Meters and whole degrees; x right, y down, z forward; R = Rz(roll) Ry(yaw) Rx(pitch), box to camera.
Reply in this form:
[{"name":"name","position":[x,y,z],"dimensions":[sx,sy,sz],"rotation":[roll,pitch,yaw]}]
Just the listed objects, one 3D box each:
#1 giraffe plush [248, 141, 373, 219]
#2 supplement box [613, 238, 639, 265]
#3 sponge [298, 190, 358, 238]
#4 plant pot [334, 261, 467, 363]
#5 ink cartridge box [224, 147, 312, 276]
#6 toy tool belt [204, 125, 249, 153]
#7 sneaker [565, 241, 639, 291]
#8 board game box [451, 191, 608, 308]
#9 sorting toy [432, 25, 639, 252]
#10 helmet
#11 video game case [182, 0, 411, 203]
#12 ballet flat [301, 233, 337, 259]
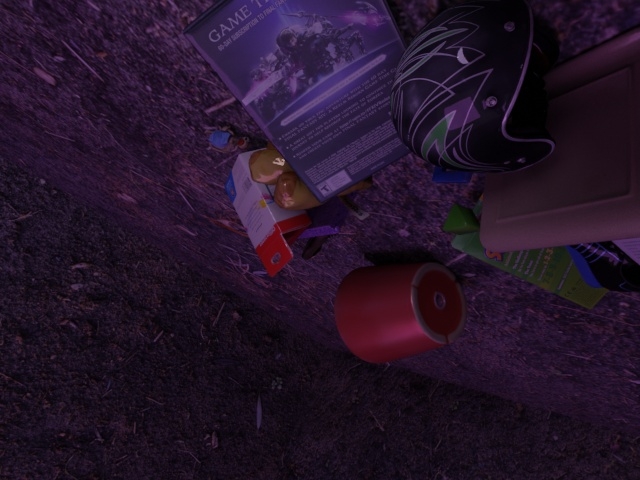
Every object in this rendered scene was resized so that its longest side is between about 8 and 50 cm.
[{"name":"giraffe plush","position":[0.005,-0.148,0.614],"dimensions":[0.211,0.181,0.170],"rotation":[29,140,16]},{"name":"supplement box","position":[0.396,-0.050,0.458],"dimensions":[0.220,0.113,0.111],"rotation":[33,157,-19]},{"name":"sponge","position":[-0.012,-0.061,0.872],"dimensions":[0.031,0.117,0.210],"rotation":[37,156,-28]},{"name":"plant pot","position":[0.215,0.174,1.039],"dimensions":[0.275,0.274,0.243],"rotation":[33,148,-22]},{"name":"ink cartridge box","position":[-0.103,-0.056,0.833],"dimensions":[0.230,0.078,0.134],"rotation":[62,146,10]},{"name":"toy tool belt","position":[-0.190,-0.204,0.814],"dimensions":[0.084,0.052,0.051],"rotation":[11,164,30]},{"name":"sneaker","position":[0.378,-0.015,0.559],"dimensions":[0.232,0.081,0.090],"rotation":[42,166,-15]},{"name":"board game box","position":[0.357,0.008,0.657],"dimensions":[0.260,0.039,0.124],"rotation":[23,119,-2]},{"name":"sorting toy","position":[0.259,-0.088,0.422],"dimensions":[0.047,0.195,0.348],"rotation":[14,166,-28]},{"name":"helmet","position":[0.152,-0.151,0.411],"dimensions":[0.162,0.169,0.170],"rotation":[17,166,-31]},{"name":"video game case","position":[0.009,-0.185,0.482],"dimensions":[0.196,0.026,0.274],"rotation":[-29,128,17]},{"name":"ballet flat","position":[0.000,0.000,1.073],"dimensions":[0.058,0.084,0.250],"rotation":[26,154,-2]}]
